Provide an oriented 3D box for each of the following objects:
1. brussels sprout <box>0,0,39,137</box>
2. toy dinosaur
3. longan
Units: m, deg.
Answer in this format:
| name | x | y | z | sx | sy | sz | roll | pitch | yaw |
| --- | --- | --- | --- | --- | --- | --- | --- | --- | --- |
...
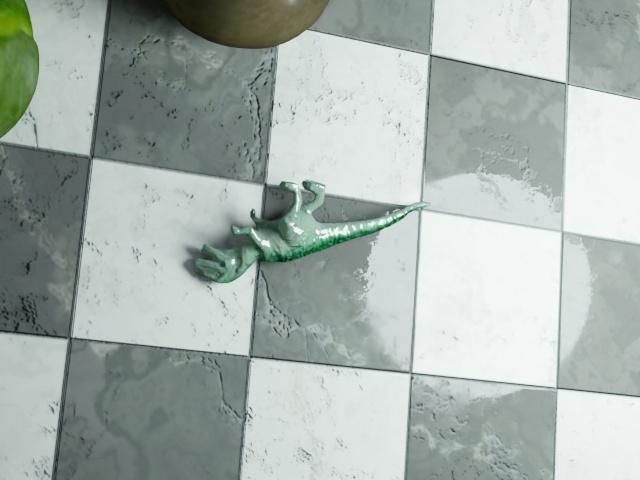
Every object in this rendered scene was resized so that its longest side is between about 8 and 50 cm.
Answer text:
| name | x | y | z | sx | sy | sz | roll | pitch | yaw |
| --- | --- | --- | --- | --- | --- | --- | --- | --- | --- |
| brussels sprout | -0.512 | -0.241 | 1.285 | 0.371 | 0.315 | 0.276 | 14 | 104 | 16 |
| toy dinosaur | -0.003 | -0.045 | 1.548 | 0.383 | 0.076 | 0.129 | -16 | 120 | -16 |
| longan | -0.104 | -0.384 | 1.482 | 0.258 | 0.258 | 0.258 | 3 | 80 | -20 |
